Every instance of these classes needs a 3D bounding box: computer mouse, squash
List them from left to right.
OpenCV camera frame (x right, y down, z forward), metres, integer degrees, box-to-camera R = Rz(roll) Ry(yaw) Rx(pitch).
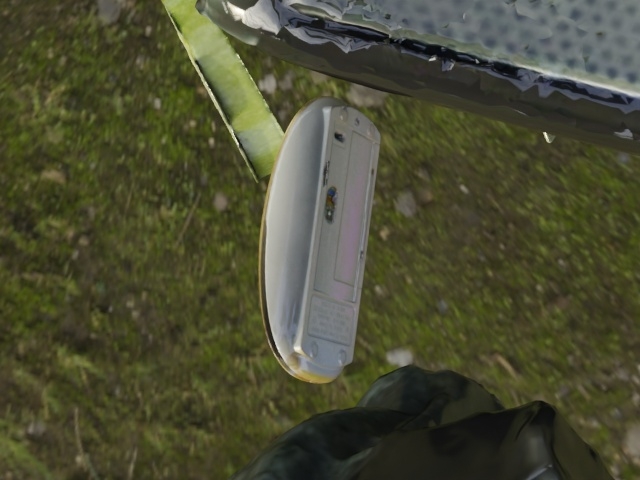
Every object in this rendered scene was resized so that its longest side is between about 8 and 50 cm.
[{"bbox_3d":[-0.091,-0.157,1.193,0.041,0.219,0.219,-28,108,-2],"label":"squash"},{"bbox_3d":[-0.001,0.000,0.942,0.045,0.102,0.199,3,81,32],"label":"computer mouse"}]

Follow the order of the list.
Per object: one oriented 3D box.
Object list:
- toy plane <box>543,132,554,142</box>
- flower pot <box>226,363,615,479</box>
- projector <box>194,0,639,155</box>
[{"bbox_3d":[0.204,-0.200,1.064,0.229,0.092,0.244,46,66,-21],"label":"toy plane"},{"bbox_3d":[0.025,0.189,0.454,0.283,0.299,0.299,-34,108,28],"label":"flower pot"},{"bbox_3d":[0.162,-0.180,0.675,0.405,0.395,0.242,13,102,-6],"label":"projector"}]
